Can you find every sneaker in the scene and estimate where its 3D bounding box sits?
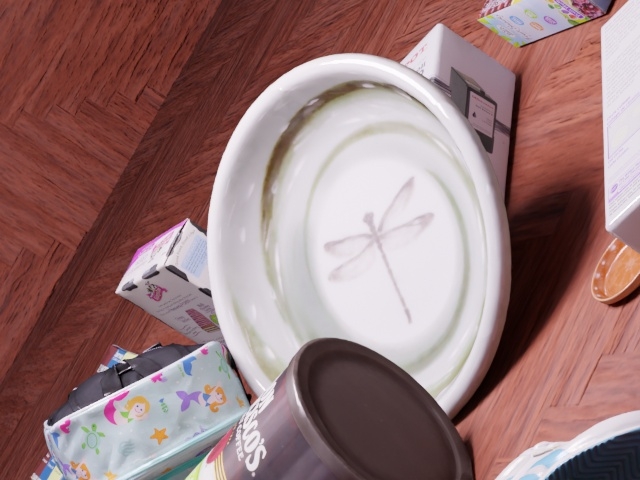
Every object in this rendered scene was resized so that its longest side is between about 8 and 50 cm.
[{"bbox_3d":[0.189,0.187,1.375,0.229,0.087,0.092,-42,20,35],"label":"sneaker"}]

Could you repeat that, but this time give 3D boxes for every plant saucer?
[{"bbox_3d":[0.270,0.020,1.575,0.083,0.013,0.083,-49,19,23],"label":"plant saucer"},{"bbox_3d":[0.054,0.013,1.815,0.400,0.100,0.400,3,95,44],"label":"plant saucer"}]

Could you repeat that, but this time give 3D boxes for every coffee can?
[{"bbox_3d":[-0.023,0.253,1.642,0.275,0.201,0.201,-49,18,26],"label":"coffee can"}]

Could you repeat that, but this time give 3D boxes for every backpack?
[{"bbox_3d":[-0.176,0.204,1.910,0.225,0.191,0.253,-26,-6,-11],"label":"backpack"}]

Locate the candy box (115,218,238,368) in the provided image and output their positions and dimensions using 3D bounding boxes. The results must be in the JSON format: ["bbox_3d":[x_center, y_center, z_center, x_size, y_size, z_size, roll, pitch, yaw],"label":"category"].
[{"bbox_3d":[-0.109,0.079,2.148,0.159,0.233,0.071,-26,35,59],"label":"candy box"}]

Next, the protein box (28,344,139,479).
[{"bbox_3d":[-0.202,0.262,2.125,0.200,0.201,0.136,-59,17,-8],"label":"protein box"}]

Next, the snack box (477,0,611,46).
[{"bbox_3d":[0.287,-0.328,2.069,0.174,0.070,0.207,-62,18,-15],"label":"snack box"}]

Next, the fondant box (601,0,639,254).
[{"bbox_3d":[0.351,-0.152,1.526,0.238,0.096,0.330,-46,21,33],"label":"fondant box"}]

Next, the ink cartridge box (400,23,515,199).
[{"bbox_3d":[0.105,-0.074,2.021,0.211,0.121,0.289,-45,21,35],"label":"ink cartridge box"}]
